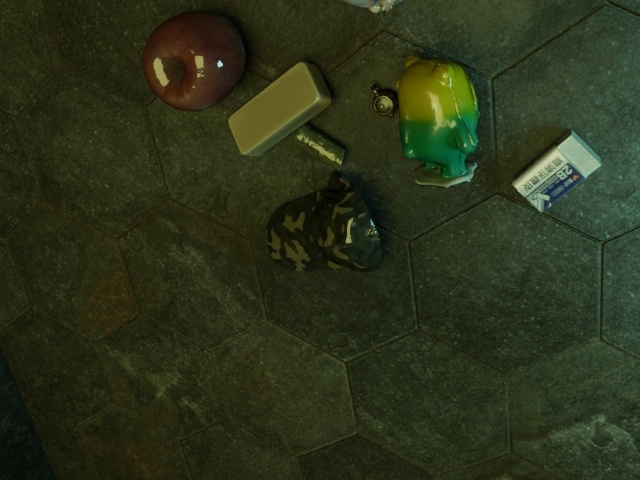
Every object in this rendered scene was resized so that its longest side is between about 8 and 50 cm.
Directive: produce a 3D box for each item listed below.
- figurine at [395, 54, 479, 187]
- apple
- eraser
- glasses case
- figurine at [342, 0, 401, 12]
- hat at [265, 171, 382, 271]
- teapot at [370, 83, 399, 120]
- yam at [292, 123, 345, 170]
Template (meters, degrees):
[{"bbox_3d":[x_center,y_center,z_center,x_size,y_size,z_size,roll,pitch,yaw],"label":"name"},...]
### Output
[{"bbox_3d":[0.312,-0.329,1.809,0.232,0.324,0.339,-24,118,-16],"label":"figurine"},{"bbox_3d":[-0.370,-0.534,1.977,0.306,0.235,0.305,11,119,20],"label":"apple"},{"bbox_3d":[0.652,-0.191,1.846,0.124,0.068,0.210,44,122,-3],"label":"eraser"},{"bbox_3d":[-0.127,-0.393,2.018,0.337,0.076,0.143,-29,78,32],"label":"glasses case"},{"bbox_3d":[0.154,-0.679,1.748,0.276,0.133,0.200,13,141,16],"label":"figurine"},{"bbox_3d":[0.000,0.000,2.137,0.382,0.257,0.366,-23,104,10],"label":"hat"},{"bbox_3d":[0.181,-0.401,1.922,0.076,0.068,0.121,-28,103,31],"label":"teapot"},{"bbox_3d":[-0.001,-0.290,2.051,0.179,0.078,0.078,32,123,4],"label":"yam"}]
